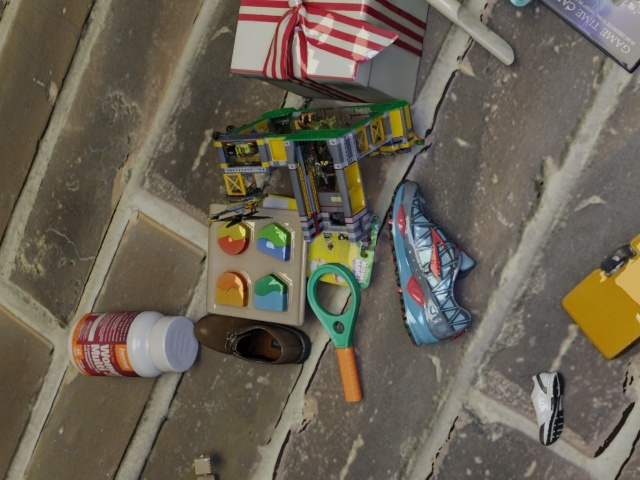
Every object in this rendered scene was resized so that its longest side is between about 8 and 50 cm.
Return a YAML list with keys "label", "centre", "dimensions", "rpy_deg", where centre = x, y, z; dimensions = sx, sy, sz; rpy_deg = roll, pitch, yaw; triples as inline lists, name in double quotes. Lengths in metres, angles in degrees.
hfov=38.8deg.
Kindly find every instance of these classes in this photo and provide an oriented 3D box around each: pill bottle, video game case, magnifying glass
- label: "pill bottle"
  centre: [-0.342, 0.190, 1.662]
  dimensions: [0.221, 0.121, 0.121]
  rpy_deg: [-4, 85, 29]
- label: "video game case"
  centre: [0.470, -0.407, 1.308]
  dimensions: [0.196, 0.026, 0.274]
  rpy_deg: [47, 109, 23]
- label: "magnifying glass"
  centre: [0.033, 0.150, 1.482]
  dimensions: [0.092, 0.026, 0.231]
  rpy_deg: [-7, 100, 32]

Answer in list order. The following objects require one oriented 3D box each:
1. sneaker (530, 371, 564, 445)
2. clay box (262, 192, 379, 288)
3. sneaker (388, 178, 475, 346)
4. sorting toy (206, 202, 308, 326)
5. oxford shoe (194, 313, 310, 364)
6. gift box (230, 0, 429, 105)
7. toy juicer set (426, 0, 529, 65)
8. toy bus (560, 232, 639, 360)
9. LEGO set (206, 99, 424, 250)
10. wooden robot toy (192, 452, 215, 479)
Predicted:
- label: "sneaker"
  centre: [0.332, 0.247, 1.340]
  dimensions: [0.043, 0.040, 0.109]
  rpy_deg: [1, 84, 45]
- label: "clay box"
  centre: [0.000, 0.000, 1.523]
  dimensions: [0.222, 0.053, 0.128]
  rpy_deg: [12, 96, 28]
- label: "sneaker"
  centre: [0.177, 0.029, 1.418]
  dimensions: [0.125, 0.104, 0.262]
  rpy_deg: [-9, 81, 6]
- label: "sorting toy"
  centre: [-0.114, 0.040, 1.536]
  dimensions: [0.208, 0.038, 0.193]
  rpy_deg: [6, 97, 30]
- label: "oxford shoe"
  centre: [-0.136, 0.165, 1.566]
  dimensions: [0.227, 0.096, 0.083]
  rpy_deg: [5, 91, 31]
- label: "gift box"
  centre: [0.033, -0.354, 1.412]
  dimensions: [0.276, 0.258, 0.255]
  rpy_deg: [4, 89, 30]
- label: "toy juicer set"
  centre: [0.241, -0.449, 1.337]
  dimensions: [0.209, 0.089, 0.329]
  rpy_deg: [16, 91, -7]
- label: "toy bus"
  centre: [0.485, 0.020, 1.212]
  dimensions: [0.332, 0.130, 0.108]
  rpy_deg: [-44, 67, 19]
- label: "LEGO set"
  centre: [-0.004, -0.096, 1.437]
  dimensions: [0.331, 0.255, 0.192]
  rpy_deg: [-1, 112, 28]
- label: "wooden robot toy"
  centre: [-0.177, 0.460, 1.601]
  dimensions: [0.079, 0.076, 0.173]
  rpy_deg: [-7, 82, -7]
